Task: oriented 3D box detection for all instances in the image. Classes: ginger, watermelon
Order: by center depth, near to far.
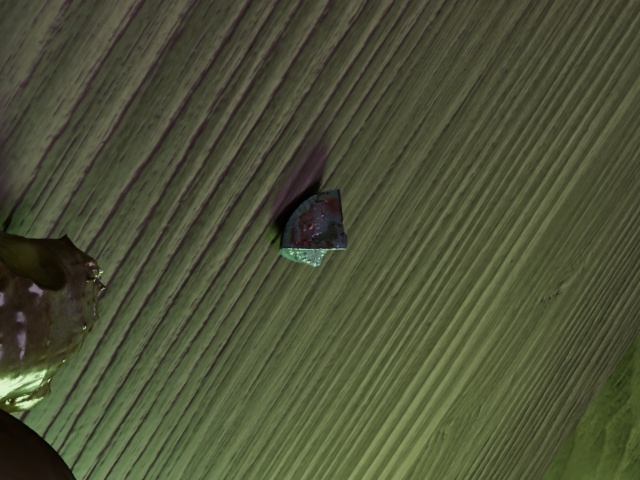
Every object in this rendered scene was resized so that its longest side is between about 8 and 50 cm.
[{"bbox_3d":[-0.219,0.061,1.088,0.216,0.102,0.157,-15,142,-59],"label":"ginger"},{"bbox_3d":[0.000,0.000,1.519,0.085,0.061,0.085,-37,143,-35],"label":"watermelon"}]

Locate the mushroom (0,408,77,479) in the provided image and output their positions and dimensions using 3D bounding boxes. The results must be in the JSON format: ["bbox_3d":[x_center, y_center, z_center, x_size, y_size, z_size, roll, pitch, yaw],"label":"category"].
[{"bbox_3d":[-0.267,0.226,0.925,0.293,0.290,0.292,-6,157,-2],"label":"mushroom"}]
